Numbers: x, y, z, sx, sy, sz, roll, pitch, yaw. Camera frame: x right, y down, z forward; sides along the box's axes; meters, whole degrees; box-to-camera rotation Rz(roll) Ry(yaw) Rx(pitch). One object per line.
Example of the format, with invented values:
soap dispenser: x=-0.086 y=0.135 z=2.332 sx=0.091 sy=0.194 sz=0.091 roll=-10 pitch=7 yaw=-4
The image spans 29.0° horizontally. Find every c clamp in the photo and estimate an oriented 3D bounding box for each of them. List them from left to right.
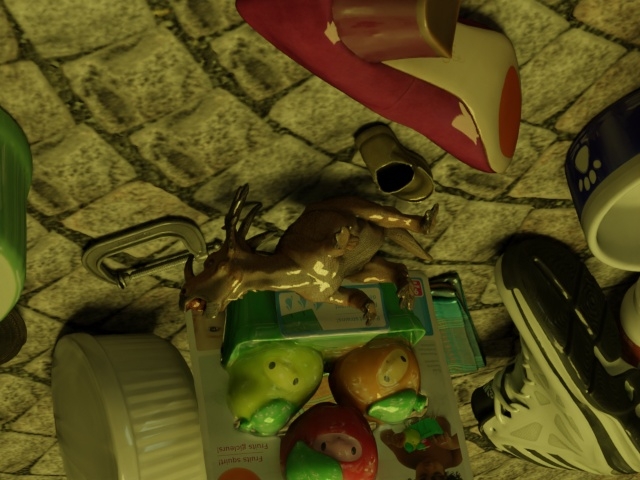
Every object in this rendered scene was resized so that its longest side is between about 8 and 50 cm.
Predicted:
c clamp: x=-0.187 y=0.022 z=1.421 sx=0.160 sy=0.022 sz=0.137 roll=-14 pitch=150 yaw=1

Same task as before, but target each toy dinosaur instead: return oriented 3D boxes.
toy dinosaur: x=0.000 y=0.000 z=1.354 sx=0.295 sy=0.200 sz=0.127 roll=-19 pitch=120 yaw=-46

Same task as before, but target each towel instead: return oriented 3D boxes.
towel: x=0.040 y=0.168 z=1.738 sx=0.370 sy=0.040 sz=0.271 roll=-17 pitch=149 yaw=7

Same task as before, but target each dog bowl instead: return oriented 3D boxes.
dog bowl: x=0.418 y=-0.075 z=1.412 sx=0.264 sy=0.104 sz=0.265 roll=-10 pitch=149 yaw=-6

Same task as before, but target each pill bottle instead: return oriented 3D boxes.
pill bottle: x=0.480 y=0.123 z=1.750 sx=0.121 sy=0.121 sz=0.216 roll=-13 pitch=150 yaw=0

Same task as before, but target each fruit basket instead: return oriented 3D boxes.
fruit basket: x=0.016 y=0.194 z=1.462 sx=0.327 sy=0.353 sz=0.165 roll=-2 pitch=149 yaw=-17

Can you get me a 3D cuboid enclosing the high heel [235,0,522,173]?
high heel: x=0.075 y=-0.162 z=1.177 sx=0.181 sy=0.127 sz=0.377 roll=7 pitch=162 yaw=25

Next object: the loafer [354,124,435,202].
loafer: x=0.082 y=-0.071 z=1.341 sx=0.056 sy=0.050 sz=0.148 roll=-26 pitch=147 yaw=21

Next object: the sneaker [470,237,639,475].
sneaker: x=0.287 y=0.190 z=1.697 sx=0.257 sy=0.169 sz=0.447 roll=-13 pitch=129 yaw=34

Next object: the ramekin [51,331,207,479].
ramekin: x=-0.235 y=0.239 z=1.541 sx=0.127 sy=0.273 sz=0.273 roll=-10 pitch=151 yaw=-27

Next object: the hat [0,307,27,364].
hat: x=-0.503 y=0.162 z=1.424 sx=0.331 sy=0.134 sz=0.331 roll=-10 pitch=149 yaw=-6

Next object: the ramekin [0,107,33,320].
ramekin: x=-0.417 y=-0.009 z=1.153 sx=0.303 sy=0.148 sz=0.303 roll=-10 pitch=150 yaw=-6
